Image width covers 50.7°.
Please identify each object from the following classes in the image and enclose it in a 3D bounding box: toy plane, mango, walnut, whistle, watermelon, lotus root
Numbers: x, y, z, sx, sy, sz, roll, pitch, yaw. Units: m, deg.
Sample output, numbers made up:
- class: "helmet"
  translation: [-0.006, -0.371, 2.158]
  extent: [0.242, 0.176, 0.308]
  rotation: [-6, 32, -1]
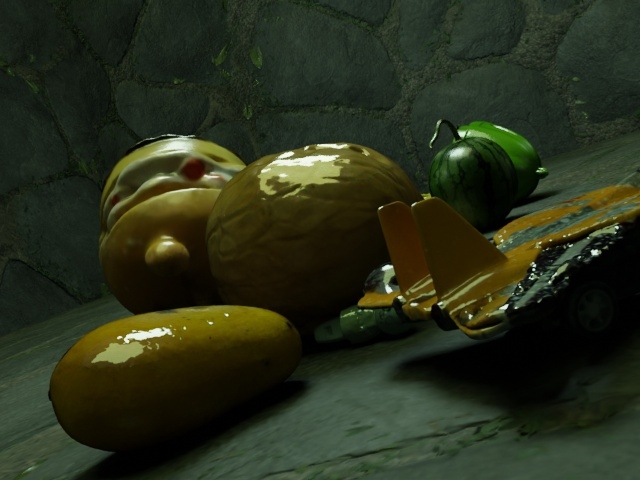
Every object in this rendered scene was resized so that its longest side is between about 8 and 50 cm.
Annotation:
- class: "toy plane"
  translation: [0.193, -0.003, 0.451]
  extent: [0.316, 0.103, 0.204]
  rotation: [-12, 3, -18]
- class: "mango"
  translation: [-0.104, 0.093, 0.492]
  extent: [0.178, 0.090, 0.115]
  rotation: [-17, 12, -36]
- class: "walnut"
  translation: [0.000, 0.000, 0.656]
  extent: [0.221, 0.195, 0.195]
  rotation: [-9, 7, 26]
- class: "whistle"
  translation: [0.039, 0.069, 0.570]
  extent: [0.100, 0.035, 0.035]
  rotation: [-19, 3, 26]
- class: "watermelon"
  translation: [0.235, -0.108, 1.065]
  extent: [0.140, 0.187, 0.141]
  rotation: [-20, 13, 5]
- class: "lotus root"
  translation: [0.349, -0.133, 1.274]
  extent: [0.186, 0.186, 0.186]
  rotation: [-18, 3, 1]

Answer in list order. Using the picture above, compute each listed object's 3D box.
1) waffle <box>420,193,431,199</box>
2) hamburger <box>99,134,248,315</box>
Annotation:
- class: "waffle"
  translation: [0.089, -0.027, 1.164]
  extent: [0.280, 0.060, 0.262]
  rotation: [-9, 22, 3]
- class: "hamburger"
  translation: [-0.188, 0.014, 0.982]
  extent: [0.276, 0.276, 0.237]
  rotation: [-19, 47, -5]
